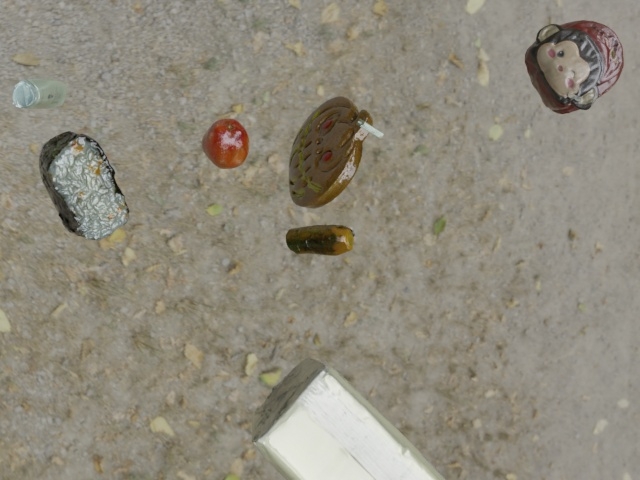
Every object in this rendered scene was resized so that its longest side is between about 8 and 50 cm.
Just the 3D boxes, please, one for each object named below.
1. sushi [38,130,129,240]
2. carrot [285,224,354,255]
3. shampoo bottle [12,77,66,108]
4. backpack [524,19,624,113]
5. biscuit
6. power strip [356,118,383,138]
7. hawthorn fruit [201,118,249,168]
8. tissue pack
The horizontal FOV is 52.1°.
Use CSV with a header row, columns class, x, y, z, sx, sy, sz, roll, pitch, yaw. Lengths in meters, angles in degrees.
class,x,y,z,sx,sy,sz,roll,pitch,yaw
sushi,-0.494,-0.112,1.362,0.136,0.126,0.225,-37,117,-34
carrot,0.000,0.000,1.665,0.082,0.173,0.082,14,74,-60
shampoo bottle,-0.644,-0.337,1.509,0.049,0.212,0.072,21,104,-7
backpack,0.616,-0.423,1.577,0.139,0.229,0.229,-3,106,-82
biscuit,0.019,-0.293,2.053,0.070,0.350,0.394,29,37,-34
power strip,0.112,-0.254,1.489,0.083,0.027,0.017,22,102,-45
hawthorn fruit,-0.256,-0.270,1.810,0.133,0.138,0.132,4,63,-9
tissue pack,0.056,0.420,1.247,0.380,0.297,0.207,45,80,0
